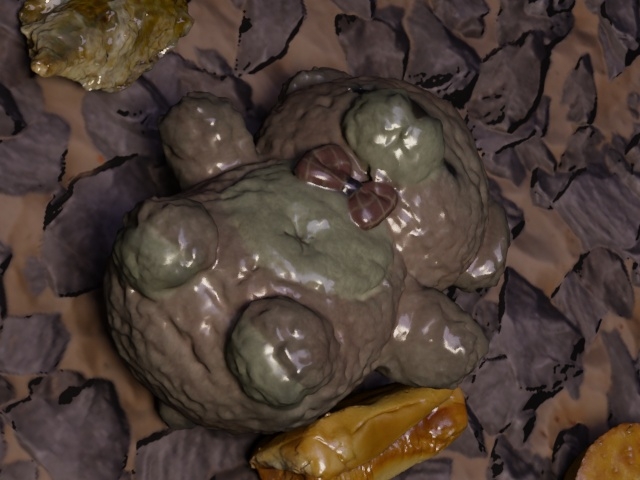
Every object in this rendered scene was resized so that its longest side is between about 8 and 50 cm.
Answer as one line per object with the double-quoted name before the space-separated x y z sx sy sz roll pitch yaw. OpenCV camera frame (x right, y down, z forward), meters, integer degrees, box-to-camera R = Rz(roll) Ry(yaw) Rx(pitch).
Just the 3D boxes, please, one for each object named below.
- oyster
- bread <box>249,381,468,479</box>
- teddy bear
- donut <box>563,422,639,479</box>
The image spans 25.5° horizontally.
"oyster" -0.138 -0.150 0.891 0.146 0.045 0.121 -13 64 -33
"bread" 0.024 0.119 0.850 0.132 0.074 0.053 -19 92 -32
"teddy bear" -0.001 0.001 0.835 0.236 0.151 0.267 45 59 10
"donut" 0.204 0.174 0.948 0.108 0.043 0.097 -18 81 -33
